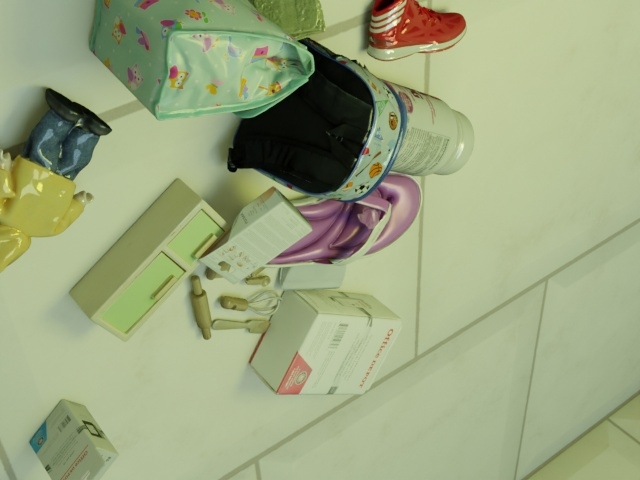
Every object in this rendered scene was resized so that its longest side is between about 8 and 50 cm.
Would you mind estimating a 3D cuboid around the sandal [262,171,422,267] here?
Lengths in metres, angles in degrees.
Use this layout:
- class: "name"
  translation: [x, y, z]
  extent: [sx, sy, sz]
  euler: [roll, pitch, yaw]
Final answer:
- class: "sandal"
  translation: [0.044, -0.025, 1.706]
  extent: [0.416, 0.102, 0.170]
  euler: [-18, 107, -27]

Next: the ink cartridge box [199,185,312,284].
- class: "ink cartridge box"
  translation: [-0.117, -0.006, 1.556]
  extent: [0.179, 0.045, 0.145]
  euler: [-33, 152, 7]

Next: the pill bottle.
- class: "pill bottle"
  translation: [0.160, -0.209, 1.681]
  extent: [0.283, 0.160, 0.160]
  euler: [7, 114, -47]

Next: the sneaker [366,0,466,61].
- class: "sneaker"
  translation: [0.185, -0.413, 1.609]
  extent: [0.221, 0.087, 0.128]
  euler: [-26, 136, -29]

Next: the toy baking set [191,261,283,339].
- class: "toy baking set"
  translation: [-0.159, 0.114, 1.722]
  extent: [0.196, 0.030, 0.256]
  euler: [-22, 132, -26]

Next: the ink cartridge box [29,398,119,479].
- class: "ink cartridge box"
  translation: [-0.430, 0.380, 1.560]
  extent: [0.104, 0.180, 0.060]
  euler: [-51, 141, 1]

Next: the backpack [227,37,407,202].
- class: "backpack"
  translation: [0.010, -0.187, 1.477]
  extent: [0.213, 0.263, 0.277]
  euler: [5, 115, -45]

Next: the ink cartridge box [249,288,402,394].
- class: "ink cartridge box"
  translation: [0.016, 0.222, 1.910]
  extent: [0.283, 0.117, 0.207]
  euler: [10, 112, -47]

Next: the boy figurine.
- class: "boy figurine"
  translation: [-0.417, -0.071, 1.297]
  extent: [0.177, 0.092, 0.285]
  euler: [22, 104, -50]

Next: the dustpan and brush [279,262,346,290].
- class: "dustpan and brush"
  translation: [0.000, 0.000, 1.783]
  extent: [0.147, 0.060, 0.211]
  euler: [-1, 127, -29]

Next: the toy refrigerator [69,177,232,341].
- class: "toy refrigerator"
  translation: [-0.285, 0.036, 1.501]
  extent: [0.269, 0.094, 0.102]
  euler: [-47, 140, -5]

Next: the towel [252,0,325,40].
- class: "towel"
  translation: [-0.056, -0.385, 1.373]
  extent: [0.110, 0.027, 0.148]
  euler: [-10, 103, 7]

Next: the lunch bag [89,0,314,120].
- class: "lunch bag"
  translation: [-0.165, -0.286, 1.267]
  extent: [0.262, 0.223, 0.160]
  euler: [-13, 133, -39]
